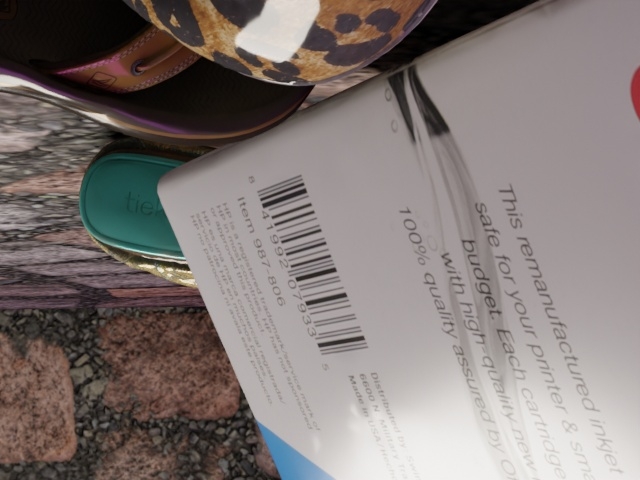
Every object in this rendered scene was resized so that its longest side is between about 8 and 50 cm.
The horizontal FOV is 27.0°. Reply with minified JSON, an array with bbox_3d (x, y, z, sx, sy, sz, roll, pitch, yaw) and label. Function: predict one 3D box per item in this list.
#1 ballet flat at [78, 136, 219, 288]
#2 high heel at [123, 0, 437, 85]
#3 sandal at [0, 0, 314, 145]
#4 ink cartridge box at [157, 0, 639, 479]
[{"bbox_3d":[0.000,0.000,0.908,0.348,0.123,0.123,15,180,24],"label":"ballet flat"},{"bbox_3d":[-0.009,-0.124,0.367,0.261,0.093,0.186,6,158,36],"label":"high heel"},{"bbox_3d":[-0.085,-0.096,0.534,0.219,0.090,0.060,11,145,-33],"label":"sandal"},{"bbox_3d":[0.126,0.039,0.598,0.166,0.286,0.395,-26,-175,-33],"label":"ink cartridge box"}]
